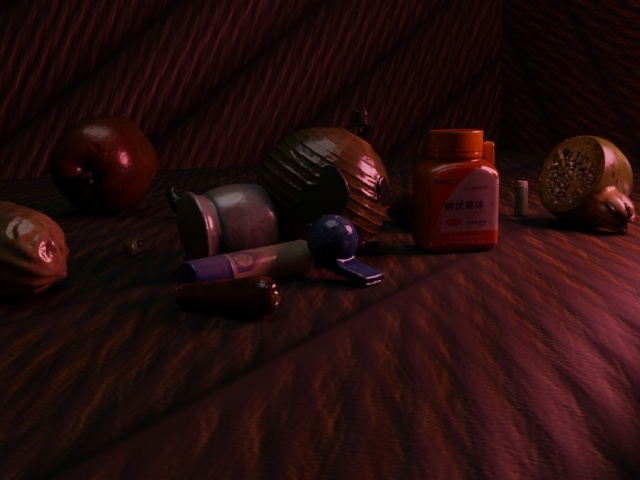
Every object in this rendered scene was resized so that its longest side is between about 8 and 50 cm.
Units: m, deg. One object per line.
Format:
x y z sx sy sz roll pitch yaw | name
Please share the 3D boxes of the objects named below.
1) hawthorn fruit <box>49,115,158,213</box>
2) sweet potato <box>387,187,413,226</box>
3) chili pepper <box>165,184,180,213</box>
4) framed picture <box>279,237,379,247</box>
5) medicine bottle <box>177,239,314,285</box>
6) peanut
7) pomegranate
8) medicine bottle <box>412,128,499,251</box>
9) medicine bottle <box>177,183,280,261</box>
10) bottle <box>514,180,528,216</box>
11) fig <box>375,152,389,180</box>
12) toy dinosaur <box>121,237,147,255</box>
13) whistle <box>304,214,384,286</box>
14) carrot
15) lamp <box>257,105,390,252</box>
-0.589 -0.199 2.013 0.267 0.268 0.301 0 12 9 | hawthorn fruit
0.214 -0.073 1.686 0.097 0.097 0.251 -8 8 -31 | sweet potato
-0.321 -0.089 1.896 0.182 0.073 0.050 13 40 37 | chili pepper
0.000 0.000 1.520 0.203 0.015 0.150 -4 11 -12 | framed picture
-0.111 0.043 1.182 0.230 0.059 0.059 -11 14 -43 | medicine bottle
-0.489 0.012 1.209 0.153 0.140 0.325 14 -2 -27 | peanut
0.599 -0.116 1.619 0.159 0.190 0.240 21 -2 -28 | pomegranate
0.253 -0.096 1.425 0.149 0.222 0.112 -3 11 -8 | medicine bottle
-0.162 -0.020 1.293 0.143 0.148 0.147 -10 13 -27 | medicine bottle
0.478 -0.100 1.799 0.030 0.083 0.030 -1 11 0 | bottle
0.123 -0.167 2.141 0.144 0.154 0.166 -14 -24 13 | fig
-0.369 0.009 1.488 0.041 0.026 0.113 -22 25 -16 | toy dinosaur
0.033 0.006 1.201 0.157 0.090 0.090 23 24 36 | whistle
-0.127 0.077 1.035 0.161 0.055 0.055 -4 8 30 | carrot
0.017 -0.109 1.372 0.250 0.284 0.250 28 6 -3 | lamp
